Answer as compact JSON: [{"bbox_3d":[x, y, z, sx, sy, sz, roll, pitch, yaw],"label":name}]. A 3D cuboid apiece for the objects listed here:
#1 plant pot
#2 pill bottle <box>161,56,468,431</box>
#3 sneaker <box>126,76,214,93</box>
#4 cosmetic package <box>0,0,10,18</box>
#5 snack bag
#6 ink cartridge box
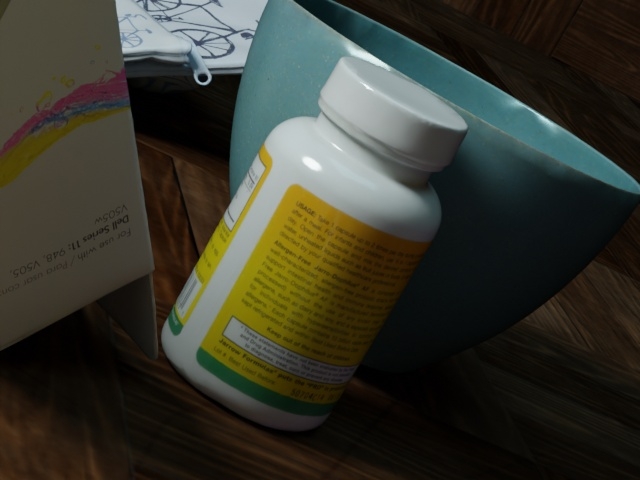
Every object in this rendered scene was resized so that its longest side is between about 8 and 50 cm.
[{"bbox_3d":[0.051,-0.024,1.338,0.290,0.195,0.290,28,11,-6],"label":"plant pot"},{"bbox_3d":[0.000,0.000,1.152,0.117,0.208,0.117,27,15,-8],"label":"pill bottle"},{"bbox_3d":[-0.151,-0.198,1.761,0.086,0.085,0.237,11,27,-22],"label":"sneaker"},{"bbox_3d":[-0.233,-0.034,0.526,0.155,0.365,0.197,41,16,33],"label":"cosmetic package"},{"bbox_3d":[-0.178,-0.215,1.650,0.342,0.037,0.323,-5,31,-28],"label":"snack bag"},{"bbox_3d":[-0.199,-0.085,1.025,0.119,0.353,0.207,-28,47,-24],"label":"ink cartridge box"}]
